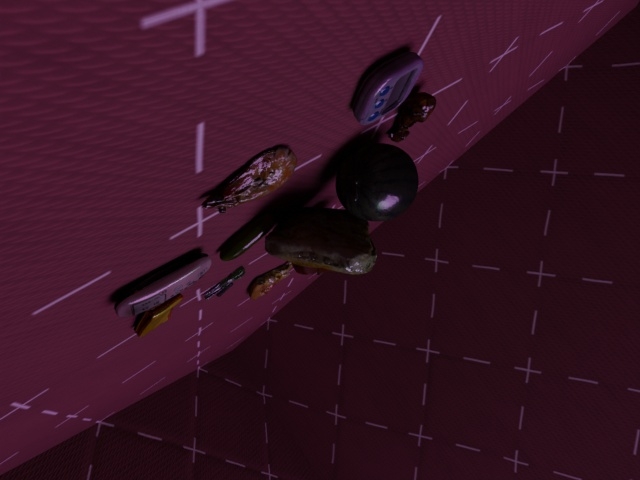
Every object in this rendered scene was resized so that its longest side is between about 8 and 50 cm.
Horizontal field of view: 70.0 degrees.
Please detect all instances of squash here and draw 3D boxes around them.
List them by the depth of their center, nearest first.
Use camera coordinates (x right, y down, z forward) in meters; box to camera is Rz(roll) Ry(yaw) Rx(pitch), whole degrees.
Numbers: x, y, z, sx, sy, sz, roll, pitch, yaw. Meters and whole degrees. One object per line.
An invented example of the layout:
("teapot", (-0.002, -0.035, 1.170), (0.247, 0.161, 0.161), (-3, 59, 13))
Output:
("squash", (-0.242, -0.013, 1.545), (0.258, 0.069, 0.069), (-40, 169, 7))

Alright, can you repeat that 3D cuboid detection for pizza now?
("pizza", (-0.255, 0.209, 2.432), (0.287, 0.075, 0.280), (-34, 170, -18))

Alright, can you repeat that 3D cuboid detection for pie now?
("pie", (0.001, -0.002, 1.598), (0.418, 0.394, 0.181), (-70, 165, -73))

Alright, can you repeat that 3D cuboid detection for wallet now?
("wallet", (-0.574, 0.253, 1.610), (0.141, 0.067, 0.241), (-35, 175, -41))

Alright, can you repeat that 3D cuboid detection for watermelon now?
("watermelon", (0.196, -0.203, 1.601), (0.279, 0.279, 0.359), (-44, 163, 29))

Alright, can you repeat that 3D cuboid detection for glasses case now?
("glasses case", (-0.468, 0.132, 1.381), (0.314, 0.075, 0.122), (-31, 165, -31))

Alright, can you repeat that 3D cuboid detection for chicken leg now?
("chicken leg", (0.304, -0.422, 1.594), (0.113, 0.093, 0.304), (-16, 172, -15))

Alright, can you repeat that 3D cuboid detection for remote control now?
("remote control", (-0.431, 0.224, 2.067), (0.091, 0.016, 0.034), (-41, 165, 13))

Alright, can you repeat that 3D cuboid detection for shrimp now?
("shrimp", (-0.180, -0.153, 1.186), (0.294, 0.062, 0.154), (-36, 157, -26))

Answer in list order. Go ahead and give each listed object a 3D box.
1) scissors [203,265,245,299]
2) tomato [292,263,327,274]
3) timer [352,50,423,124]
("scissors", (-0.406, 0.183, 1.942), (0.204, 0.027, 0.101), (-37, 167, -17))
("tomato", (0.002, -0.003, 1.917), (0.334, 0.176, 0.290), (-4, -144, 40))
("timer", (0.178, -0.409, 1.236), (0.190, 0.069, 0.208), (-34, 168, -21))
